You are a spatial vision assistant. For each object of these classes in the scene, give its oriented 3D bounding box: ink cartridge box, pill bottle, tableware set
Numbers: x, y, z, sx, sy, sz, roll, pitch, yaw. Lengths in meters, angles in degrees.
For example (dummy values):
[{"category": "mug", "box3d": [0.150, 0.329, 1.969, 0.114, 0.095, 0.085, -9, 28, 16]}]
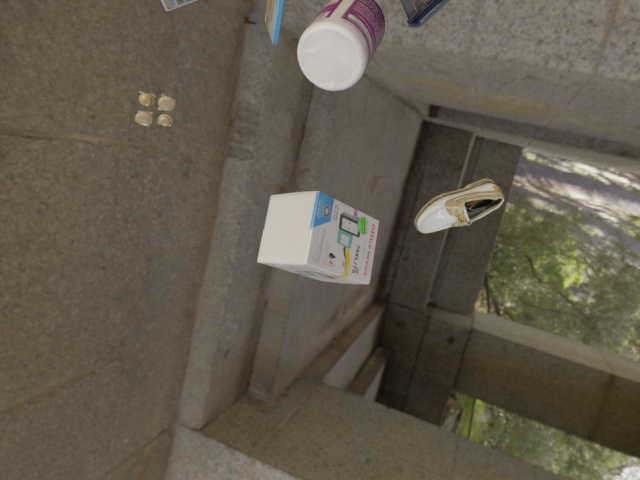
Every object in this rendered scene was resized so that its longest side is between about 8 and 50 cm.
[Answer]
[{"category": "ink cartridge box", "box3d": [0.000, 0.000, 1.379, 0.270, 0.197, 0.198, 20, 75, -45]}, {"category": "pill bottle", "box3d": [0.067, -0.516, 1.215, 0.169, 0.169, 0.302, 88, 21, -46]}, {"category": "tableware set", "box3d": [-0.647, -0.510, 1.913, 0.169, 0.141, 0.020, 118, -29, -41]}]

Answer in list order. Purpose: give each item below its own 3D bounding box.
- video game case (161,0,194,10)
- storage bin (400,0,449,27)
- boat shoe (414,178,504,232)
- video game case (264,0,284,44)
[{"category": "video game case", "box3d": [-0.392, -0.724, 1.363, 0.157, 0.143, 0.019, 80, -11, -76]}, {"category": "storage bin", "box3d": [0.281, -0.672, 1.346, 0.098, 0.091, 0.135, -23, 173, -45]}, {"category": "boat shoe", "box3d": [0.462, -0.103, 1.631, 0.113, 0.302, 0.103, 56, 10, -33]}, {"category": "video game case", "box3d": [-0.110, -0.554, 1.156, 0.166, 0.015, 0.119, -107, -156, -47]}]
